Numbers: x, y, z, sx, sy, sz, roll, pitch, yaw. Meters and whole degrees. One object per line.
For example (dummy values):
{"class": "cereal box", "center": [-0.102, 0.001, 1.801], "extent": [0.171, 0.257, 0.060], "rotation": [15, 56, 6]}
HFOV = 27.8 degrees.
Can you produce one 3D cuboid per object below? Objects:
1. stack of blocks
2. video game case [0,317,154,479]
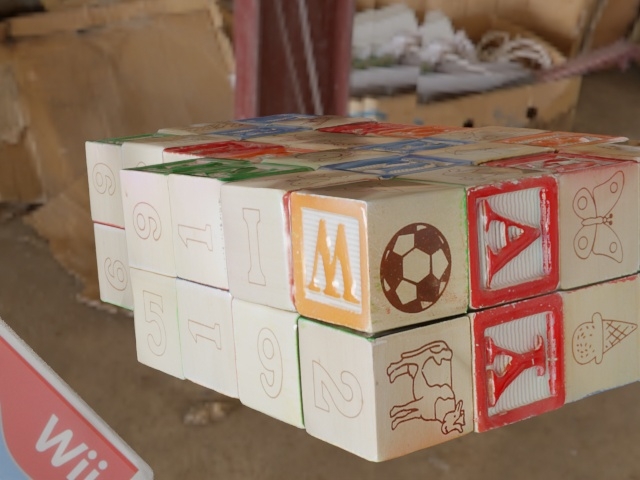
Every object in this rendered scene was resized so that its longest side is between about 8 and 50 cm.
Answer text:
{"class": "stack of blocks", "center": [0.000, 0.000, 0.574], "extent": [0.171, 0.087, 0.297], "rotation": [-11, 13, -33]}
{"class": "video game case", "center": [-0.234, 0.135, 0.532], "extent": [0.285, 0.204, 0.025], "rotation": [-48, 17, -20]}
